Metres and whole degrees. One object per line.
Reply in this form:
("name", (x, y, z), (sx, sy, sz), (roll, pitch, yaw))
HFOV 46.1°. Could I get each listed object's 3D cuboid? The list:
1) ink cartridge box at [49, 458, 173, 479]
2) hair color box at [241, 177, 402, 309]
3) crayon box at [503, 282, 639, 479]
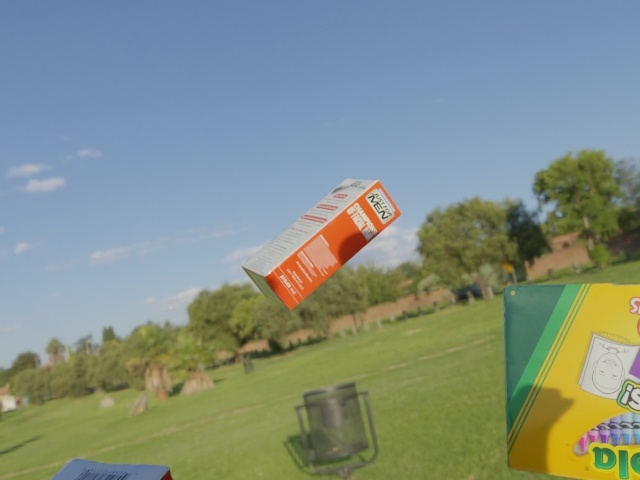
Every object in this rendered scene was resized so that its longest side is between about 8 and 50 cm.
("ink cartridge box", (-0.181, 0.382, 0.580), (0.130, 0.310, 0.272), (-8, 23, 34))
("hair color box", (0.000, 0.000, 0.848), (0.167, 0.053, 0.093), (-41, 18, -13))
("crayon box", (0.294, 0.117, 0.616), (0.278, 0.166, 0.081), (-5, -7, 40))
